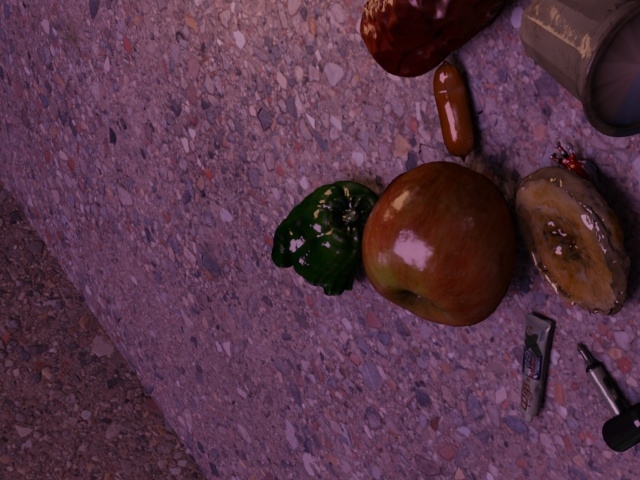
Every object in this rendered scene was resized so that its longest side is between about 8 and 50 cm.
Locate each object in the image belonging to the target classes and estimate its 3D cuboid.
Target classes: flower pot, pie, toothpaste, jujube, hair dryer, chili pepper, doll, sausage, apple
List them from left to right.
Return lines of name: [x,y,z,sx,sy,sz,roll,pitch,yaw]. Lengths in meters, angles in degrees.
chili pepper: [-0.008,0.006,2.269,0.385,0.167,0.213,135,127,-65]
jujube: [0.174,-0.392,1.758,0.216,0.216,0.342,61,156,8]
apple: [0.216,0.002,1.900,0.277,0.250,0.309,25,162,-2]
sausage: [0.235,-0.227,1.905,0.062,0.054,0.183,-10,101,24]
toothpaste: [0.392,0.239,1.987,0.060,0.038,0.233,27,128,42]
pie: [0.411,0.004,1.766,0.274,0.055,0.274,52,159,29]
doll: [0.415,-0.111,1.736,0.114,0.039,0.057,46,113,29]
flower pot: [0.401,-0.285,1.526,0.202,0.212,0.212,-127,32,-46]
hair dryer: [0.493,0.257,1.849,0.198,0.057,0.100,60,145,20]

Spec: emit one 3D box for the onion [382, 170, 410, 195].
onion: [0.155,-0.030,2.099,0.151,0.098,0.206,13,120,50]
